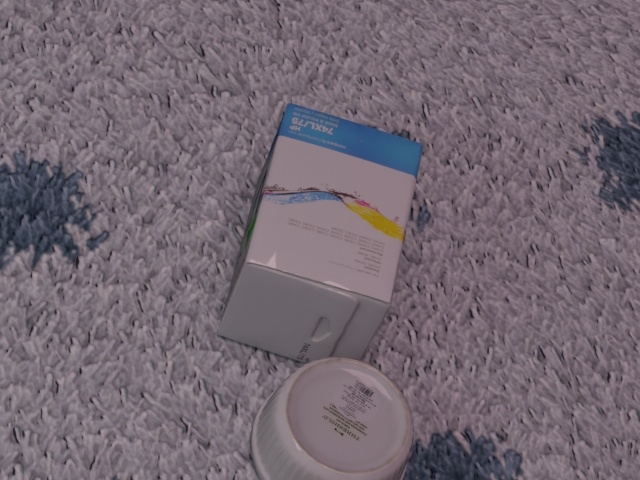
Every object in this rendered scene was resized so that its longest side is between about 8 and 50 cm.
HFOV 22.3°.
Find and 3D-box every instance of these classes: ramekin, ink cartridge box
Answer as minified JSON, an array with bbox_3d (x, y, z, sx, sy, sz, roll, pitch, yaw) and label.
[{"bbox_3d":[0.021,0.246,2.067,0.207,0.109,0.207,7,56,-11],"label":"ramekin"},{"bbox_3d":[0.000,0.000,2.167,0.197,0.198,0.270,17,54,-6],"label":"ink cartridge box"}]
